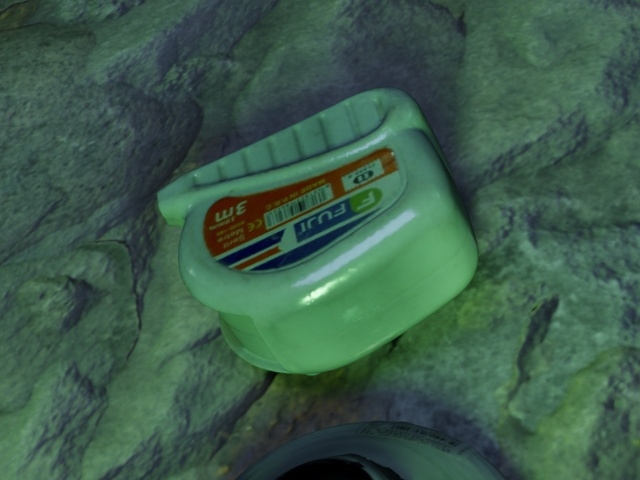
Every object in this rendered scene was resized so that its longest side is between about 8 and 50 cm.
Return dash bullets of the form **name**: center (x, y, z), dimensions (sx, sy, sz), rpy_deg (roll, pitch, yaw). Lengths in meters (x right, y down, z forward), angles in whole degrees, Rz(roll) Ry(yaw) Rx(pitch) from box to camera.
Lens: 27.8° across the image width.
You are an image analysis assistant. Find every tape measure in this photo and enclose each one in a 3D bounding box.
- **tape measure**: center (0.000, -0.001, 1.070), dimensions (0.243, 0.125, 0.246), rpy_deg (-26, 40, 10)

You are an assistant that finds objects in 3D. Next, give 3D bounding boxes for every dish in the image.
- **dish**: center (0.006, 0.215, 0.855), dimensions (0.273, 0.134, 0.273), rpy_deg (-14, 45, 14)
